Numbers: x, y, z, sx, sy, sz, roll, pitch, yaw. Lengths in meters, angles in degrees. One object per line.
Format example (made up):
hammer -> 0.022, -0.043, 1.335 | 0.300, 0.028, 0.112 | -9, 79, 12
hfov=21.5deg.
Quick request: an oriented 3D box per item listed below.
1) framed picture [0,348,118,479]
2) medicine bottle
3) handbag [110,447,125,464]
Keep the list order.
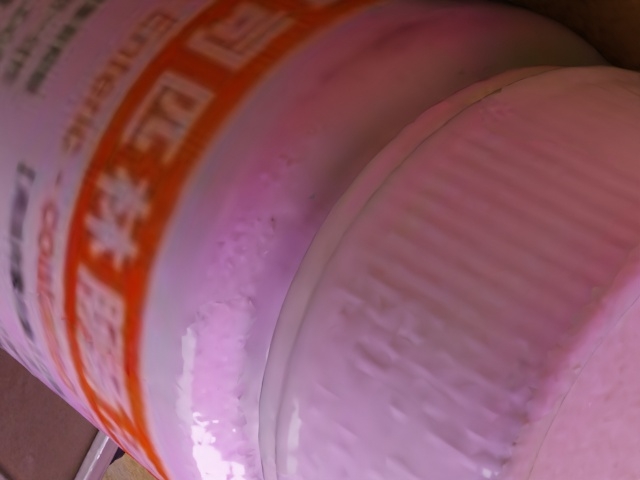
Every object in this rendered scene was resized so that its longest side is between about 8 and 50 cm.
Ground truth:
framed picture -> -0.178, 0.023, 1.099 | 0.211, 0.020, 0.289 | 40, 116, 26
medicine bottle -> 0.000, 0.000, 0.632 | 0.388, 0.219, 0.219 | 32, 155, 44
handbag -> -0.344, 0.040, 1.292 | 0.317, 0.180, 0.416 | -20, 89, 29
